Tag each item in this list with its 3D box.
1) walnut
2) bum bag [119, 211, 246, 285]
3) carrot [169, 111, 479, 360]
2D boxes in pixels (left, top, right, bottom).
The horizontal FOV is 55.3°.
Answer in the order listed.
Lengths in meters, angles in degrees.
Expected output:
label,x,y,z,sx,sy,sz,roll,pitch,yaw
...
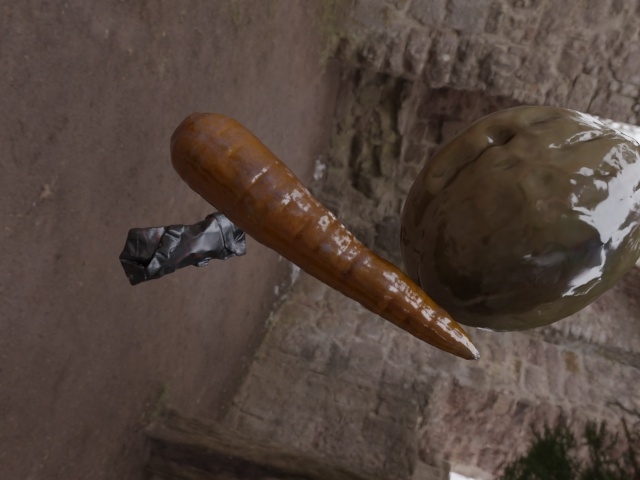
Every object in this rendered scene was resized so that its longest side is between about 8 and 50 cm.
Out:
label,x,y,z,sx,sy,sz,roll,pitch,yaw
walnut,0.127,-0.014,0.387,0.162,0.140,0.140,-42,175,4
bum bag,-0.128,0.004,0.580,0.125,0.034,0.057,-15,119,-30
carrot,0.000,0.000,0.344,0.048,0.216,0.048,-50,174,-8
